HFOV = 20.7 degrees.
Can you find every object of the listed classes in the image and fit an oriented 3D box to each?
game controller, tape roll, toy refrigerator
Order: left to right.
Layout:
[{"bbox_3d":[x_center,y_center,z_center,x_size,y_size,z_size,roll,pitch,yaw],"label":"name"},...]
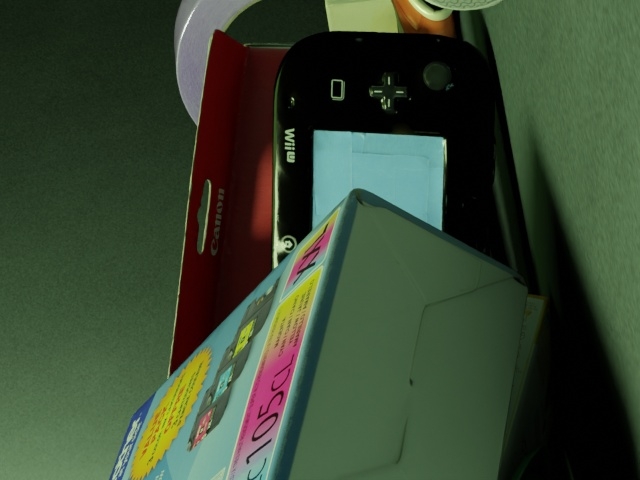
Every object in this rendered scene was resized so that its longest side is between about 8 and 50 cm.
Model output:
[{"bbox_3d":[-0.038,-0.227,2.111,0.090,0.274,0.275,-101,-1,-61],"label":"tape roll"},{"bbox_3d":[0.044,0.005,1.299,0.067,0.166,0.319,-47,-41,-76],"label":"game controller"},{"bbox_3d":[0.065,-0.193,1.856,0.269,0.094,0.102,79,-174,-51],"label":"toy refrigerator"}]

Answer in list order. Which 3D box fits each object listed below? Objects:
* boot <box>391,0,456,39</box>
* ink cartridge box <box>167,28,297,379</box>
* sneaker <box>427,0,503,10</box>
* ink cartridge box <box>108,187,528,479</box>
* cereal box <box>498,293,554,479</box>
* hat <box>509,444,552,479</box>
[{"bbox_3d":[0.077,-0.229,1.458,0.085,0.059,0.158,86,165,-66],"label":"boot"},{"bbox_3d":[0.000,0.000,1.465,0.272,0.130,0.309,18,-103,-66],"label":"ink cartridge box"},{"bbox_3d":[0.064,-0.260,0.898,0.115,0.105,0.281,-30,-71,-59],"label":"sneaker"},{"bbox_3d":[-0.045,0.189,1.173,0.395,0.151,0.270,-48,19,43],"label":"ink cartridge box"},{"bbox_3d":[0.114,0.178,1.212,0.173,0.047,0.240,78,-154,-53],"label":"cereal box"},{"bbox_3d":[0.195,0.254,1.107,0.173,0.183,0.208,-28,-49,-66],"label":"hat"}]
